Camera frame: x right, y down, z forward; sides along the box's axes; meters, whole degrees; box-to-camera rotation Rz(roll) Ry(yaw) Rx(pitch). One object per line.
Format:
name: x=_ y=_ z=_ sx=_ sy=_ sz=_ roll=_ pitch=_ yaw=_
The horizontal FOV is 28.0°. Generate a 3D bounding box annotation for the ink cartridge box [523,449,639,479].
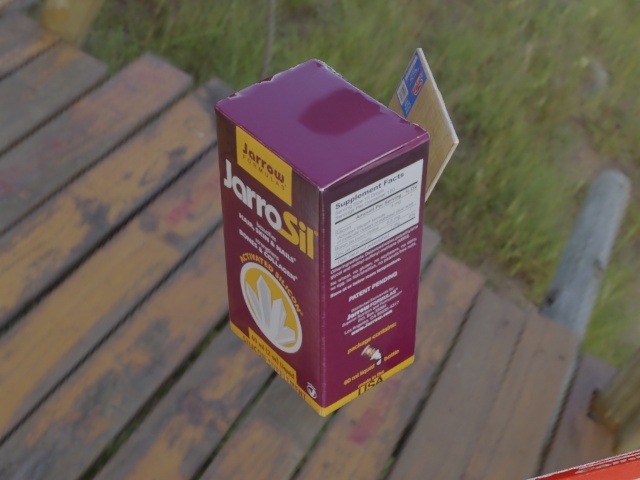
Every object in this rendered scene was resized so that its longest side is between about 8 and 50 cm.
ink cartridge box: x=0.222 y=0.186 z=0.934 sx=0.179 sy=0.145 sz=0.045 roll=54 pitch=21 yaw=-71

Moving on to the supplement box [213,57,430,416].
supplement box: x=0.000 y=0.000 z=0.781 sx=0.081 sy=0.188 sz=0.104 roll=-28 pitch=48 yaw=-28

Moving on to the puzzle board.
puzzle board: x=0.075 y=-0.077 z=1.033 sx=0.011 sy=0.128 sz=0.096 roll=-3 pitch=57 yaw=-21
